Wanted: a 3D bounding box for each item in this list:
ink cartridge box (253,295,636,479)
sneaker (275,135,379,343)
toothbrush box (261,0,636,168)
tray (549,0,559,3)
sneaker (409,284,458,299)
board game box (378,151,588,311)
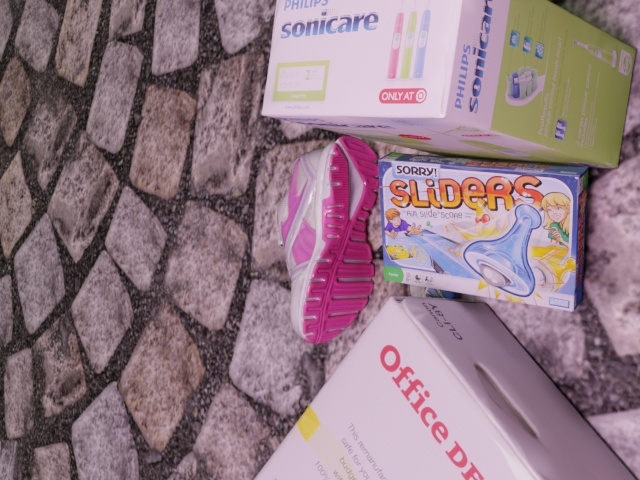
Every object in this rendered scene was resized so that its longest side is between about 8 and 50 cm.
[{"bbox_3d":[0.093,0.285,0.767,0.384,0.160,0.279,-56,51,26],"label":"ink cartridge box"},{"bbox_3d":[0.000,0.000,0.948,0.111,0.103,0.252,2,81,50],"label":"sneaker"},{"bbox_3d":[0.123,-0.146,0.697,0.206,0.283,0.122,11,93,45],"label":"toothbrush box"},{"bbox_3d":[0.184,-0.438,0.818,0.203,0.076,0.411,-21,70,43],"label":"tray"},{"bbox_3d":[0.138,0.004,0.839,0.058,0.052,0.135,9,100,36],"label":"sneaker"},{"bbox_3d":[0.156,-0.013,0.757,0.201,0.035,0.136,8,114,31],"label":"board game box"}]
